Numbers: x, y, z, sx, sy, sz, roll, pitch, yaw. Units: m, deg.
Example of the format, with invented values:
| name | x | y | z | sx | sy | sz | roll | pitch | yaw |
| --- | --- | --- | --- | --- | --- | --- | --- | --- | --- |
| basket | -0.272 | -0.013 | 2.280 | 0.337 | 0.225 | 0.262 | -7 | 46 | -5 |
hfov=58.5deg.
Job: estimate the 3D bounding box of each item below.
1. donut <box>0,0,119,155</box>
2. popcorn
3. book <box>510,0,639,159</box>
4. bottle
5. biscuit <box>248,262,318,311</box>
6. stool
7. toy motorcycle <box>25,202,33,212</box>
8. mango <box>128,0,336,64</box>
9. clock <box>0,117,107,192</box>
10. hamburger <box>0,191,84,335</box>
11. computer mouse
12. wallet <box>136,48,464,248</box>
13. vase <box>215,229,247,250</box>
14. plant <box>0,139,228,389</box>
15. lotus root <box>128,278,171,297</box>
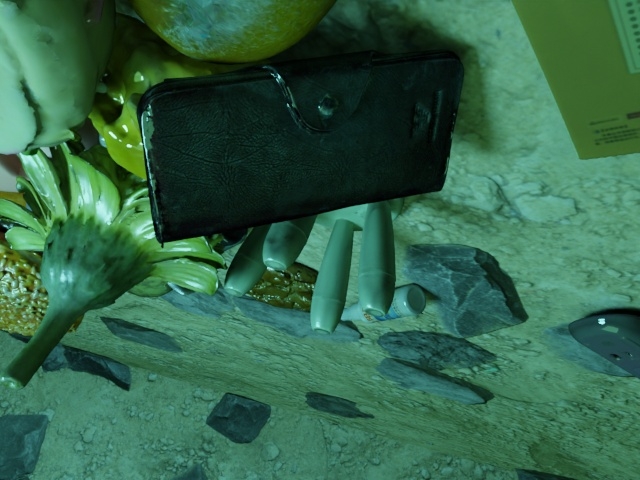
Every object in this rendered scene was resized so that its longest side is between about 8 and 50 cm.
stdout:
| name | x | y | z | sx | sy | sz | roll | pitch | yaw |
| --- | --- | --- | --- | --- | --- | --- | --- | --- | --- |
| donut | -0.308 | -0.214 | 0.448 | 0.308 | 0.150 | 0.371 | 27 | 152 | -7 |
| popcorn | -0.122 | -0.136 | 0.614 | 0.190 | 0.191 | 0.254 | -43 | 129 | 19 |
| book | 0.276 | -0.201 | 0.413 | 0.269 | 0.032 | 0.389 | -6 | 146 | 36 |
| bottle | 0.112 | 0.131 | 1.117 | 0.060 | 0.060 | 0.217 | 30 | 151 | -24 |
| biscuit | -0.083 | 0.094 | 1.181 | 0.226 | 0.042 | 0.226 | 13 | 153 | 7 |
| stool | 0.000 | 0.000 | 0.778 | 0.195 | 0.198 | 0.195 | 26 | 154 | -19 |
| toy motorcycle | -0.432 | -0.052 | 0.985 | 0.073 | 0.225 | 0.152 | -39 | 152 | 13 |
| mango | -0.050 | -0.254 | 0.384 | 0.193 | 0.146 | 0.316 | 15 | 147 | -15 |
| clock | -0.391 | -0.147 | 0.796 | 0.242 | 0.142 | 0.227 | 6 | 152 | 13 |
| hamburger | -0.616 | 0.049 | 1.176 | 0.330 | 0.250 | 0.330 | 13 | 153 | 7 |
| computer mouse | 0.525 | 0.175 | 0.956 | 0.232 | 0.057 | 0.120 | 29 | 151 | -17 |
| wallet | -0.005 | -0.091 | 0.547 | 0.318 | 0.045 | 0.172 | -12 | 133 | -20 |
| vase | -0.206 | 0.003 | 1.057 | 0.060 | 0.059 | 0.211 | 30 | 151 | -24 |
| plant | -0.260 | 0.033 | 0.726 | 0.306 | 0.296 | 0.261 | -20 | 158 | 35 |
| lotus root | -0.305 | 0.011 | 1.010 | 0.173 | 0.173 | 0.309 | 24 | 158 | -13 |
